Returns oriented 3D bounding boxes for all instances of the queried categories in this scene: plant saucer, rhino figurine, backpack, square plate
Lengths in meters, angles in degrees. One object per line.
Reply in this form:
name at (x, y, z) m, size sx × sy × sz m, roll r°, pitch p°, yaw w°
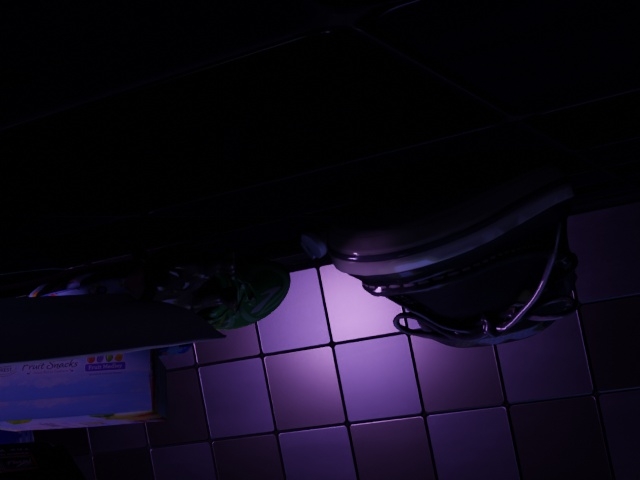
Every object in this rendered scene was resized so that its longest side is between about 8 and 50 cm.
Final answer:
plant saucer at (-0.239, 0.021, 0.591) m, size 0.119 × 0.021 × 0.119 m, roll -11°, pitch 177°, yaw -1°
rhino figurine at (-0.135, 0.040, 0.836) m, size 0.106 × 0.073 × 0.243 m, roll -3°, pitch 173°, yaw -5°
backpack at (-0.251, 0.092, 1.004) m, size 0.158 × 0.117 × 0.173 m, roll -13°, pitch 174°, yaw 22°
square plate at (-0.313, 0.075, 0.695) m, size 0.347 × 0.049 × 0.344 m, roll 0°, pitch 174°, yaw -43°

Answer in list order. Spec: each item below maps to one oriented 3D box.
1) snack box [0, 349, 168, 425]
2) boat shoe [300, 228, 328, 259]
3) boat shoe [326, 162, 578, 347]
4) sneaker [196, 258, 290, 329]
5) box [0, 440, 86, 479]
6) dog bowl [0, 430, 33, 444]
snack box at (-0.253, 0.158, 0.890) m, size 0.174 × 0.070 × 0.207 m, roll -2°, pitch 165°, yaw -8°
boat shoe at (0.000, 0.000, 1.013) m, size 0.035 × 0.035 × 0.100 m, roll -38°, pitch 176°, yaw -8°
boat shoe at (0.152, 0.022, 0.794) m, size 0.187 × 0.156 × 0.500 m, roll -10°, pitch 176°, yaw 20°
sneaker at (-0.152, 0.085, 1.269) m, size 0.295 × 0.109 × 0.123 m, roll -8°, pitch 180°, yaw -41°
box at (-0.268, 0.171, 0.314) m, size 0.395 × 0.097 × 0.318 m, roll 3°, pitch -176°, yaw -26°
dog bowl at (-0.467, 0.216, 1.112) m, size 0.104 × 0.265 × 0.265 m, roll -12°, pitch 178°, yaw -36°
